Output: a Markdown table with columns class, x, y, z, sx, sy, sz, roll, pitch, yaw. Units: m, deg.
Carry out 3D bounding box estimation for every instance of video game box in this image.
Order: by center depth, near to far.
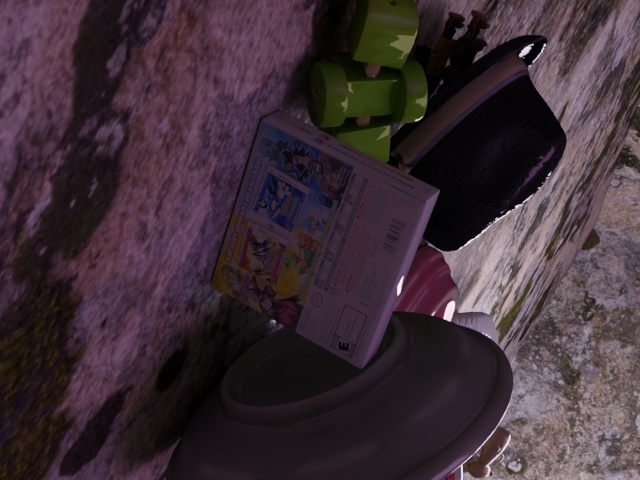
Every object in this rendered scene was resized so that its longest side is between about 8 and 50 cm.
| class | x | y | z | sx | sy | sz | roll | pitch | yaw |
| --- | --- | --- | --- | --- | --- | --- | --- | --- | --- |
| video game box | 0.000 | 0.000 | 1.290 | 0.048 | 0.187 | 0.205 | -41 | 154 | -58 |

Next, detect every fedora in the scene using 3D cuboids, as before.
| class | x | y | z | sx | sy | sz | roll | pitch | yaw |
| --- | --- | --- | --- | --- | --- | --- | --- | --- | --- |
| fedora | 0.193 | -0.098 | 1.604 | 0.334 | 0.152 | 0.334 | -39 | 172 | -7 |

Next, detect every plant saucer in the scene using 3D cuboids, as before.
| class | x | y | z | sx | sy | sz | roll | pitch | yaw |
| --- | --- | --- | --- | --- | --- | --- | --- | --- | --- |
| plant saucer | 0.005 | 0.166 | 1.403 | 0.400 | 0.400 | 0.100 | -44 | 120 | -47 |
| plant saucer | 0.140 | 0.171 | 2.188 | 0.332 | 0.084 | 0.332 | -54 | 163 | -26 |

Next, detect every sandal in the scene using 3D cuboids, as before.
| class | x | y | z | sx | sy | sz | roll | pitch | yaw |
| --- | --- | --- | --- | --- | --- | --- | --- | --- | --- |
| sandal | 0.264 | 0.212 | 2.625 | 0.416 | 0.102 | 0.169 | 27 | 76 | -61 |

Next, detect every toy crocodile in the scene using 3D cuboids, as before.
| class | x | y | z | sx | sy | sz | roll | pitch | yaw |
| --- | --- | --- | --- | --- | --- | --- | --- | --- | --- |
| toy crocodile | 0.034 | -0.107 | 1.358 | 0.115 | 0.105 | 0.340 | -5 | 130 | -17 |

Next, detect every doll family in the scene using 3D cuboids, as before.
| class | x | y | z | sx | sy | sz | roll | pitch | yaw |
| --- | --- | --- | --- | --- | --- | --- | --- | --- | --- |
| doll family | 0.154 | -0.215 | 1.612 | 0.111 | 0.076 | 0.193 | -64 | 167 | -9 |

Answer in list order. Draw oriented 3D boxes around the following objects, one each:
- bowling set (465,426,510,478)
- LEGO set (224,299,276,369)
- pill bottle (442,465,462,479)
| class | x | y | z | sx | sy | sz | roll | pitch | yaw |
| --- | --- | --- | --- | --- | --- | --- | --- | --- | --- |
| bowling set | 0.237 | 0.382 | 2.682 | 0.154 | 0.287 | 0.200 | -62 | -161 | 24 |
| LEGO set | -0.029 | 0.024 | 1.523 | 0.244 | 0.060 | 0.182 | -34 | 150 | -34 |
| pill bottle | 0.066 | 0.401 | 2.076 | 0.323 | 0.181 | 0.181 | -14 | 134 | -41 |
